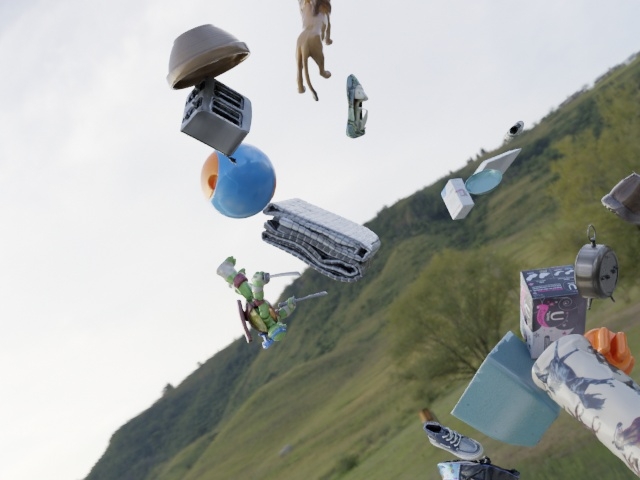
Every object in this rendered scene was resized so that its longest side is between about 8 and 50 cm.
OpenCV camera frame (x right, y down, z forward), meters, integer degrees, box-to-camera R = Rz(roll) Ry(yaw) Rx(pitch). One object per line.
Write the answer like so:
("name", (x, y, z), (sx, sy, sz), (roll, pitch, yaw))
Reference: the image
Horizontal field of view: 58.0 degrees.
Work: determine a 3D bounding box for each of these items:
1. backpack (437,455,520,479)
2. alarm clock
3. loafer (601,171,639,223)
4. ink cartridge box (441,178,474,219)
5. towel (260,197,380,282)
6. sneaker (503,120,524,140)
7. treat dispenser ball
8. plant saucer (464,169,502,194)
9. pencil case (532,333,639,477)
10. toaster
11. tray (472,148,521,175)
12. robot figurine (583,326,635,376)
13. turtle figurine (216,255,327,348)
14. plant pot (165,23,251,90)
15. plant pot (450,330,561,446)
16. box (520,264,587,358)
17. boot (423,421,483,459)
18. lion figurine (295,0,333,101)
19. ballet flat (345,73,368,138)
("backpack", (0.368, 0.590, 1.385), (0.158, 0.117, 0.173), (31, -33, -32))
("alarm clock", (0.652, 0.056, 1.359), (0.129, 0.192, 0.064), (-24, 14, -37))
("loafer", (0.908, -0.116, 1.573), (0.365, 0.134, 0.130), (-4, -46, -45))
("ink cartridge box", (0.498, -0.150, 2.098), (0.052, 0.123, 0.089), (-6, -31, -19))
("towel", (0.000, 0.000, 1.447), (0.235, 0.283, 0.122), (-29, -38, -75))
("sneaker", (0.559, -0.318, 1.645), (0.083, 0.032, 0.037), (-45, -10, -21))
("treat dispenser ball", (-0.308, -0.225, 2.169), (0.288, 0.288, 0.288), (-27, -19, -10))
("plant saucer", (0.520, -0.181, 1.833), (0.119, 0.119, 0.021), (-31, -58, 1))
("pencil case", (0.635, 0.356, 1.221), (0.183, 0.410, 0.160), (16, -74, -26))
("toaster", (-0.276, -0.332, 1.570), (0.185, 0.168, 0.110), (26, -49, -28))
("tray", (0.665, -0.282, 2.221), (0.270, 0.030, 0.145), (-23, -27, -41))
("robot figurine", (0.715, 0.316, 1.495), (0.157, 0.128, 0.220), (-14, -37, -18))
("turtle figurine", (-0.143, 0.133, 1.609), (0.197, 0.266, 0.275), (0, -57, -56))
("plant pot", (-0.314, -0.498, 1.531), (0.237, 0.110, 0.237), (-24, 10, 5))
("plant pot", (0.601, 0.478, 1.778), (0.247, 0.252, 0.248), (-20, -41, -55))
("box", (0.701, 0.220, 1.749), (0.163, 0.142, 0.248), (-8, -58, 7))
("boot", (0.424, 0.643, 1.860), (0.069, 0.189, 0.086), (-58, -48, -31))
("lion figurine", (-0.026, -0.660, 1.835), (0.142, 0.393, 0.240), (-6, -32, 2))
("ballet flat", (0.112, -0.394, 1.691), (0.070, 0.189, 0.070), (-1, 7, 0))
